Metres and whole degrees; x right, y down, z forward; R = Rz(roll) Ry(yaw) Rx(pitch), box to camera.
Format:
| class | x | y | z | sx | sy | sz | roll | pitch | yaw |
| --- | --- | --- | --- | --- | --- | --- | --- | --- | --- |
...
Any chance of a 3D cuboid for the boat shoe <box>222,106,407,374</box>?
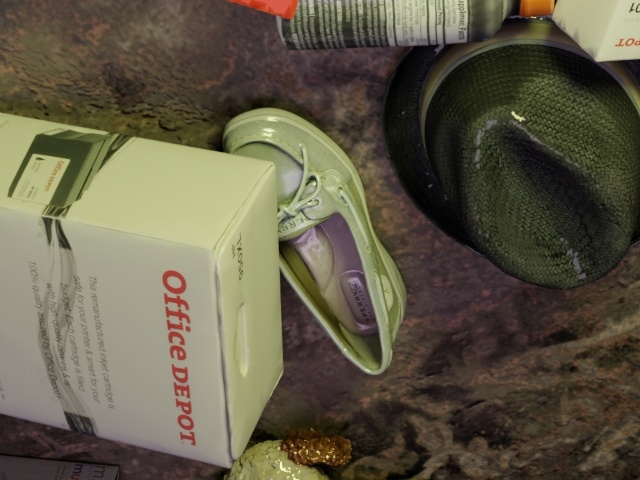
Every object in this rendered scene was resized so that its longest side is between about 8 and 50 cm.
| class | x | y | z | sx | sy | sz | roll | pitch | yaw |
| --- | --- | --- | --- | --- | --- | --- | --- | --- | --- |
| boat shoe | -0.002 | 0.002 | 1.414 | 0.118 | 0.103 | 0.320 | -18 | 123 | 17 |

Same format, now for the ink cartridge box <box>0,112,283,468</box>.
| class | x | y | z | sx | sy | sz | roll | pitch | yaw |
| --- | --- | --- | --- | --- | --- | --- | --- | --- | --- |
| ink cartridge box | -0.246 | 0.042 | 1.372 | 0.395 | 0.166 | 0.285 | 11 | 129 | 16 |

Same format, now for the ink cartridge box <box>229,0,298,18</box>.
| class | x | y | z | sx | sy | sz | roll | pitch | yaw |
| --- | --- | --- | --- | --- | --- | --- | --- | --- | --- |
| ink cartridge box | -0.081 | -0.298 | 1.081 | 0.189 | 0.066 | 0.232 | 17 | 118 | -3 |

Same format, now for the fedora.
| class | x | y | z | sx | sy | sz | roll | pitch | yaw |
| --- | --- | --- | --- | --- | --- | --- | --- | --- | --- |
| fedora | 0.215 | -0.069 | 1.311 | 0.334 | 0.152 | 0.334 | 2 | 127 | 3 |

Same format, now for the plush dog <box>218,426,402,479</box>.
| class | x | y | z | sx | sy | sz | roll | pitch | yaw |
| --- | --- | --- | --- | --- | --- | --- | --- | --- | --- |
| plush dog | -0.031 | 0.350 | 1.649 | 0.262 | 0.210 | 0.225 | -34 | 91 | 24 |

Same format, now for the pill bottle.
| class | x | y | z | sx | sy | sz | roll | pitch | yaw |
| --- | --- | --- | --- | --- | --- | --- | --- | --- | --- |
| pill bottle | 0.085 | -0.239 | 1.207 | 0.246 | 0.130 | 0.130 | -2 | 127 | 6 |

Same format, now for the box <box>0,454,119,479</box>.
| class | x | y | z | sx | sy | sz | roll | pitch | yaw |
| --- | --- | --- | --- | --- | --- | --- | --- | --- | --- |
| box | -0.377 | 0.413 | 1.744 | 0.231 | 0.126 | 0.262 | 4 | 127 | 1 |

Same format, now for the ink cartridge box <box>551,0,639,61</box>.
| class | x | y | z | sx | sy | sz | roll | pitch | yaw |
| --- | --- | --- | --- | --- | --- | --- | --- | --- | --- |
| ink cartridge box | 0.302 | -0.257 | 1.173 | 0.140 | 0.082 | 0.190 | -8 | 131 | -27 |
